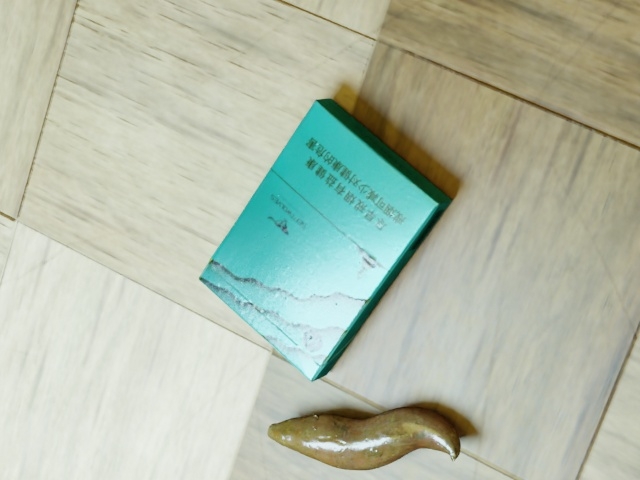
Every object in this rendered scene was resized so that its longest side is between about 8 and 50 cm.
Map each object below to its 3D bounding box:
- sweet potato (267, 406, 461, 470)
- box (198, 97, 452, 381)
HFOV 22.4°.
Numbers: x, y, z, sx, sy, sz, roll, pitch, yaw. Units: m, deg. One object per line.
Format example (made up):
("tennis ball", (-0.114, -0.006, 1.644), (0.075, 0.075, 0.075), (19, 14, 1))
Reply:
("sweet potato", (0.042, 0.192, 1.559), (0.202, 0.058, 0.055), (-5, 52, 24))
("box", (0.000, 0.000, 1.555), (0.161, 0.042, 0.226), (41, 113, 17))
